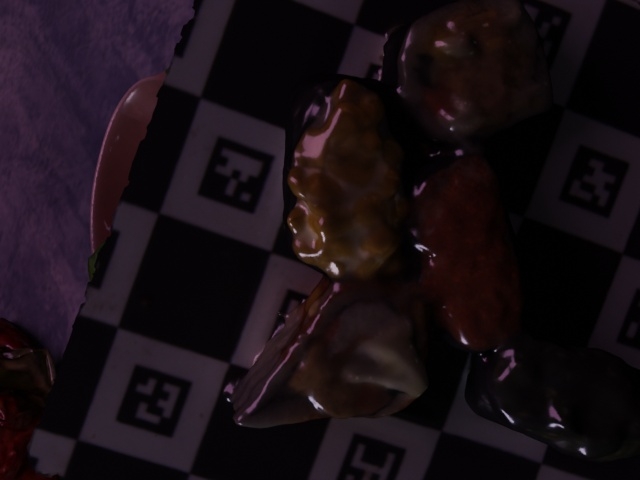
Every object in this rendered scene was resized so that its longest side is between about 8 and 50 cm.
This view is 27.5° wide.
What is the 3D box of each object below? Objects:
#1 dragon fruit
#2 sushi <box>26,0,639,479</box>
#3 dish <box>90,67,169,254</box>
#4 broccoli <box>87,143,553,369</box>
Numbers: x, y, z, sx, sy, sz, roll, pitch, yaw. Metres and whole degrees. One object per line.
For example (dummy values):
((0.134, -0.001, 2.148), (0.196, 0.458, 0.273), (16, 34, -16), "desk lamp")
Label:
((-0.367, 0.166, 1.233), (0.317, 0.152, 0.205), (21, 93, 47), "dragon fruit")
((0.075, 0.020, 0.670), (0.064, 0.359, 0.343), (-143, 73, -76), "sushi")
((-0.090, -0.037, 1.046), (0.213, 0.090, 0.213), (-13, 71, 45), "dish")
((0.000, 0.000, 0.805), (0.297, 0.297, 0.298), (39, 143, 38), "broccoli")
